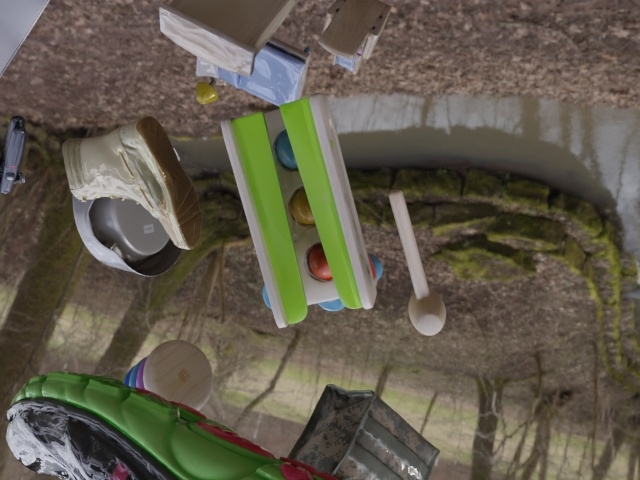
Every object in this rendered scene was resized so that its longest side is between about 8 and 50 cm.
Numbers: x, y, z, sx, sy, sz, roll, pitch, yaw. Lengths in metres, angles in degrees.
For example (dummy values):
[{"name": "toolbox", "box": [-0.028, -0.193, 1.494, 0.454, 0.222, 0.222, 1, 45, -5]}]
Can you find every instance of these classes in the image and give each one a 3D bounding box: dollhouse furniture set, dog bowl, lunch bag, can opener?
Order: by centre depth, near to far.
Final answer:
[{"name": "dollhouse furniture set", "box": [-0.090, -0.253, 0.941, 0.287, 0.198, 0.303, 27, 151, 3]}, {"name": "can opener", "box": [-0.550, -0.146, 1.065, 0.073, 0.059, 0.186, -8, 158, -45]}, {"name": "lunch bag", "box": [0.060, 0.453, 1.122, 0.235, 0.287, 0.169, 46, 150, -25]}, {"name": "dog bowl", "box": [-0.444, -0.088, 1.436, 0.102, 0.348, 0.349, -1, 160, 21]}]

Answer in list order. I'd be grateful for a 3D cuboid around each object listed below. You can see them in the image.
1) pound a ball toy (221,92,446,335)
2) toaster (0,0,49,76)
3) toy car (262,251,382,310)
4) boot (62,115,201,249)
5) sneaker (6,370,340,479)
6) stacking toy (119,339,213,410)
[{"name": "pound a ball toy", "box": [0.024, -0.027, 0.780, 0.208, 0.319, 0.136, -14, -171, 10]}, {"name": "toaster", "box": [-0.283, -0.188, 0.451, 0.110, 0.185, 0.168, 31, -168, -37]}, {"name": "toy car", "box": [0.000, 0.000, 1.207, 0.210, 0.237, 0.219, -4, -172, 25]}, {"name": "boot", "box": [-0.355, -0.089, 1.141, 0.204, 0.095, 0.261, -10, 119, 19]}, {"name": "sneaker", "box": [-0.137, 0.244, 0.501, 0.483, 0.202, 0.185, 10, 158, 39]}, {"name": "stacking toy", "box": [-0.358, 0.309, 1.196, 0.141, 0.141, 0.330, 26, 139, -35]}]
